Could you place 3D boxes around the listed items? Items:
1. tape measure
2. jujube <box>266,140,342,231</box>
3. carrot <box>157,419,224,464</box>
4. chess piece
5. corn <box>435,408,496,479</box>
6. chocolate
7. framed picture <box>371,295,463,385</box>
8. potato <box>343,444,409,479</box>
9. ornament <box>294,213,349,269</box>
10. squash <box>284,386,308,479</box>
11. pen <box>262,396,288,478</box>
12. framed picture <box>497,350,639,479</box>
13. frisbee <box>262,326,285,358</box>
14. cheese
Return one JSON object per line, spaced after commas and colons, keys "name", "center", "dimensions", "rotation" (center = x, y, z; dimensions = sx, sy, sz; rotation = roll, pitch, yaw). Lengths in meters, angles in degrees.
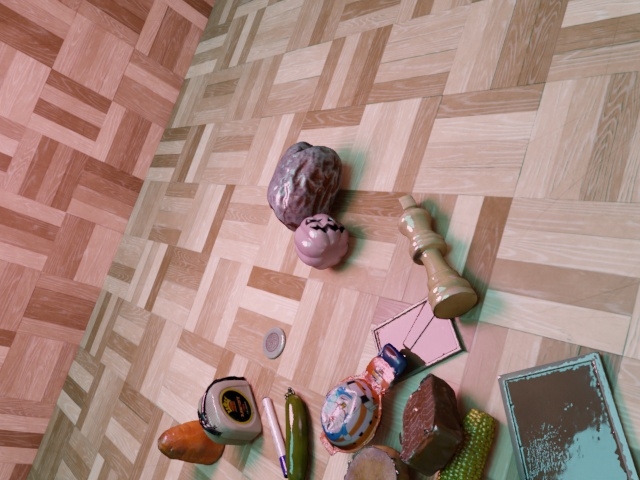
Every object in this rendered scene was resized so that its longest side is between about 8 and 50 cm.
{"name": "tape measure", "center": [-0.315, 0.550, 1.745], "dimensions": [0.115, 0.207, 0.235], "rotation": [-48, 45, 22]}
{"name": "jujube", "center": [-0.052, -0.178, 1.809], "dimensions": [0.215, 0.246, 0.308], "rotation": [19, 94, 19]}
{"name": "carrot", "center": [-0.456, 0.685, 1.813], "dimensions": [0.159, 0.225, 0.159], "rotation": [-19, 63, 41]}
{"name": "chess piece", "center": [0.290, 0.023, 1.448], "dimensions": [0.117, 0.117, 0.397], "rotation": [-41, 44, 24]}
{"name": "corn", "center": [0.319, 0.505, 1.184], "dimensions": [0.091, 0.091, 0.260], "rotation": [21, 81, 33]}
{"name": "chocolate", "center": [0.257, 0.423, 1.228], "dimensions": [0.148, 0.093, 0.214], "rotation": [-58, 2, 23]}
{"name": "framed picture", "center": [0.251, 0.267, 1.433], "dimensions": [0.250, 0.016, 0.184], "rotation": [-37, 47, 28]}
{"name": "potato", "center": [0.133, 0.603, 1.325], "dimensions": [0.243, 0.098, 0.138], "rotation": [-51, 38, 24]}
{"name": "ornament", "center": [0.000, 0.000, 1.716], "dimensions": [0.177, 0.177, 0.177], "rotation": [-23, 55, 37]}
{"name": "squash", "center": [-0.070, 0.585, 1.568], "dimensions": [0.071, 0.080, 0.318], "rotation": [-6, 60, 2]}
{"name": "pen", "center": [-0.135, 0.607, 1.653], "dimensions": [0.033, 0.033, 0.269], "rotation": [-46, 43, 20]}
{"name": "framed picture", "center": [0.504, 0.399, 1.097], "dimensions": [0.232, 0.019, 0.296], "rotation": [-26, 53, 35]}
{"name": "frisbee", "center": [-0.162, 0.352, 1.826], "dimensions": [0.110, 0.014, 0.110], "rotation": [-23, 55, 37]}
{"name": "cheese", "center": [0.109, 0.422, 1.412], "dimensions": [0.329, 0.129, 0.217], "rotation": [-53, 35, 5]}
